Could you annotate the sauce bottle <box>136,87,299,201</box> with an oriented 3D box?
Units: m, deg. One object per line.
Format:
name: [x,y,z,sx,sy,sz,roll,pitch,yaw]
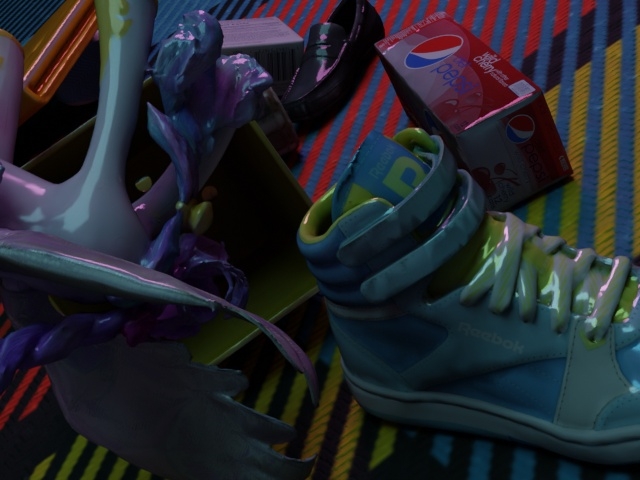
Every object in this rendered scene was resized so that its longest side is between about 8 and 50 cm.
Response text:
sauce bottle: [-0.195,-0.065,1.130,0.344,0.111,0.111,-28,29,-2]

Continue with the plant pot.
plant pot: [-0.130,-0.011,0.893,0.212,0.212,0.187,-36,8,-4]

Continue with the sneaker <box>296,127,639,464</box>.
sneaker: [0.117,0.021,0.635,0.319,0.208,0.127,-4,36,35]

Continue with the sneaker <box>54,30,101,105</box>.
sneaker: [-0.353,-0.277,1.638,0.092,0.087,0.228,-25,24,39]

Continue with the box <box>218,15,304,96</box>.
box: [-0.098,-0.228,1.302,0.126,0.072,0.137,-7,26,-15]

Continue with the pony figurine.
pony figurine: [-0.155,0.008,0.651,0.351,0.302,0.363,11,58,4]

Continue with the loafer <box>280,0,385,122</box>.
loafer: [0.007,-0.219,1.232,0.076,0.078,0.223,-5,37,36]

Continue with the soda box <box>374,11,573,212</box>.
soda box: [0.134,-0.127,0.967,0.083,0.092,0.263,-28,30,2]

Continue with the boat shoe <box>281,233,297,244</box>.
boat shoe: [0.000,0.000,0.951,0.035,0.035,0.100,-13,15,-31]

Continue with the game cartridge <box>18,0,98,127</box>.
game cartridge: [-0.437,-0.246,1.562,0.324,0.053,0.285,-27,32,47]
